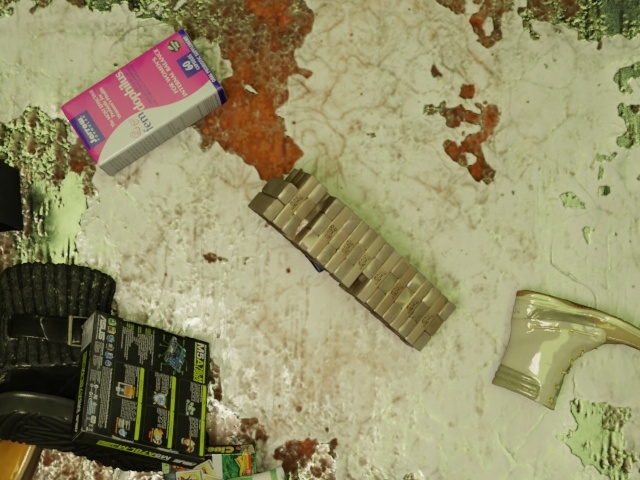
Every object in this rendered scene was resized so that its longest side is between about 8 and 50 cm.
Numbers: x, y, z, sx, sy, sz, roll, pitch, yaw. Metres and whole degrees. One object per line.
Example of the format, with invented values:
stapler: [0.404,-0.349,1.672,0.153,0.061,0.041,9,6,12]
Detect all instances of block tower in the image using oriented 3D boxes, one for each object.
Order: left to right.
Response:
block tower: [0.054,0.029,1.649,0.335,0.097,0.091,41,86,-20]

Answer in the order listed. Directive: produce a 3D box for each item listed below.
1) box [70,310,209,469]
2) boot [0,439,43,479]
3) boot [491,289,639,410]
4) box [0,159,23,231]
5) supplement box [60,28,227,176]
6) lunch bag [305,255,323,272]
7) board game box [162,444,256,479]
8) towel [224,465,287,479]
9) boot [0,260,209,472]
box: [-0.246,0.207,1.574,0.184,0.045,0.191,20,49,-29]
boot: [-0.539,0.334,1.655,0.211,0.104,0.295,26,89,1]
boot: [0.379,0.179,1.710,0.213,0.077,0.165,17,84,5]
box: [-0.546,-0.065,1.612,0.184,0.261,0.103,-3,85,-2]
supplement box: [-0.264,-0.206,1.709,0.220,0.114,0.111,-34,87,-3]
lunch bag: [0.000,0.000,1.719,0.065,0.067,0.098,-39,90,-4]
board game box: [-0.157,0.419,1.645,0.136,0.030,0.260,-3,109,-3]
towel: [-0.177,0.465,1.629,0.324,0.038,0.248,-15,109,4]
boot: [-0.316,0.182,1.663,0.348,0.131,0.260,22,47,-30]
